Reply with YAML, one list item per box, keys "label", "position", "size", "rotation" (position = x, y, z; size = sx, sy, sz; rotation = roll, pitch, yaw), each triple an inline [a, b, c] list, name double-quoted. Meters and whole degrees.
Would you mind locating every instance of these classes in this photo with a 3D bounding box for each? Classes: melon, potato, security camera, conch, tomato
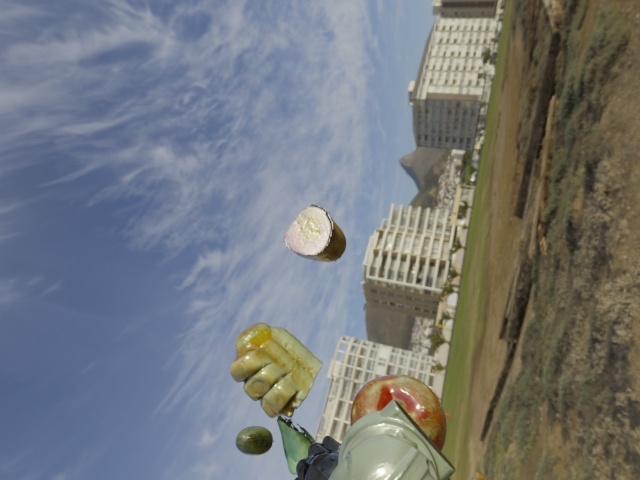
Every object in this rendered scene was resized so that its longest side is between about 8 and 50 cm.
- label: "melon"
  position: [-0.270, 0.837, 1.718]
  size: [0.114, 0.168, 0.114]
  rotation: [-47, 35, 50]
- label: "potato"
  position: [0.000, 0.000, 1.693]
  size: [0.266, 0.229, 0.229]
  rotation: [45, -124, -59]
- label: "security camera"
  position: [0.109, 0.405, 0.685]
  size: [0.191, 0.197, 0.277]
  rotation: [-42, -18, -1]
- label: "conch"
  position: [-0.077, 0.812, 1.626]
  size: [0.143, 0.137, 0.250]
  rotation: [164, 92, -78]
- label: "tomato"
  position: [0.220, 0.528, 1.173]
  size: [0.270, 0.270, 0.222]
  rotation: [-62, -28, -44]

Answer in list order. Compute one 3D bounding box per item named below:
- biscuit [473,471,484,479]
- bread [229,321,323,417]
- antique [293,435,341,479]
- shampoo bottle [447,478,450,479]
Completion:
- label: "biscuit"
  position: [0.534, 0.964, 1.428]
  size: [0.186, 0.044, 0.295]
  rotation: [78, -148, -49]
- label: "bread"
  position: [-0.193, 0.480, 1.545]
  size: [0.210, 0.341, 0.300]
  rotation: [-47, 4, 28]
- label: "antique"
  position: [0.057, 0.687, 1.132]
  size: [0.185, 0.255, 0.322]
  rotation: [-50, -9, -22]
- label: "shampoo bottle"
  position: [0.483, 1.090, 1.584]
  size: [0.126, 0.084, 0.349]
  rotation: [-8, -95, -32]
